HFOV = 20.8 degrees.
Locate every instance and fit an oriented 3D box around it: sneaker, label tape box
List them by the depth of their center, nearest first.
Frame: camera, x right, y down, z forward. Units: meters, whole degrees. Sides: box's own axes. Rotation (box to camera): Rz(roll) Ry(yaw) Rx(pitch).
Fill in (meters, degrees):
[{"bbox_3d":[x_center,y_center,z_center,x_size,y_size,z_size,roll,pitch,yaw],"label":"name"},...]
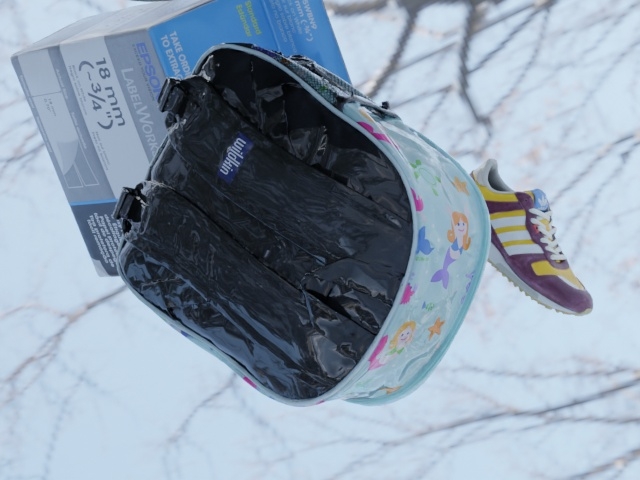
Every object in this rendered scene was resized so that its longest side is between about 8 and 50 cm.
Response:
[{"bbox_3d":[-0.115,-0.098,1.604,0.106,0.334,0.240,-33,-70,-39],"label":"label tape box"},{"bbox_3d":[0.206,-0.003,1.712,0.185,0.084,0.069,41,-164,22],"label":"sneaker"}]

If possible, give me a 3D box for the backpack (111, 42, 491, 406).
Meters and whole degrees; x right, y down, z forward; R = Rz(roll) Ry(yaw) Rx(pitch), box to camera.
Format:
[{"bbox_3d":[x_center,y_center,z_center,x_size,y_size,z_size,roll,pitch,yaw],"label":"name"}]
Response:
[{"bbox_3d":[0.000,0.000,1.269,0.191,0.253,0.225,11,-70,-47],"label":"backpack"}]
